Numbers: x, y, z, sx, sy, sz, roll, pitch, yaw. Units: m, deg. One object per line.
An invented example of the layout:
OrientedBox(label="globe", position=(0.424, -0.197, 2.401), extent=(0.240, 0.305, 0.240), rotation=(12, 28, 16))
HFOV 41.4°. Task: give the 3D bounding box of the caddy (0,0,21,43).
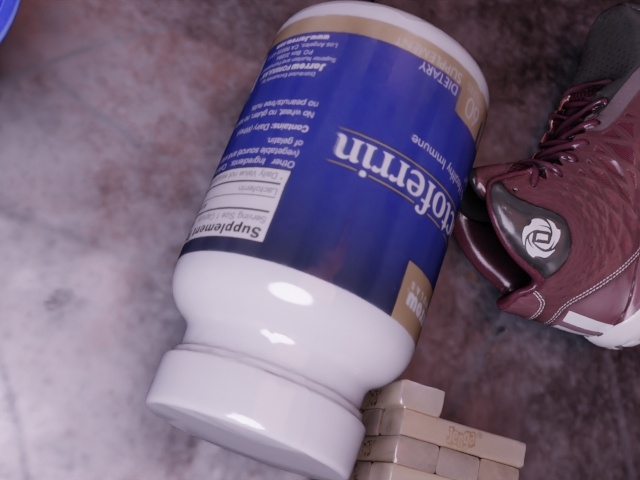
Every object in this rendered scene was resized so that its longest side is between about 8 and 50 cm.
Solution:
OrientedBox(label="caddy", position=(-0.303, -0.187, 0.449), extent=(0.241, 0.179, 0.342), rotation=(1, 74, -45))

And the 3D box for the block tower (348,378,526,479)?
OrientedBox(label="block tower", position=(0.038, 0.259, 0.504), extent=(0.097, 0.091, 0.336), rotation=(19, 71, -16))

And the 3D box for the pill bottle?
OrientedBox(label="pill bottle", position=(0.000, 0.000, 0.524), extent=(0.153, 0.153, 0.265), rotation=(25, 69, -13))

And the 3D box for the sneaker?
OrientedBox(label="sneaker", position=(0.181, -0.068, 0.640), extent=(0.162, 0.106, 0.282), rotation=(11, 73, -15))
